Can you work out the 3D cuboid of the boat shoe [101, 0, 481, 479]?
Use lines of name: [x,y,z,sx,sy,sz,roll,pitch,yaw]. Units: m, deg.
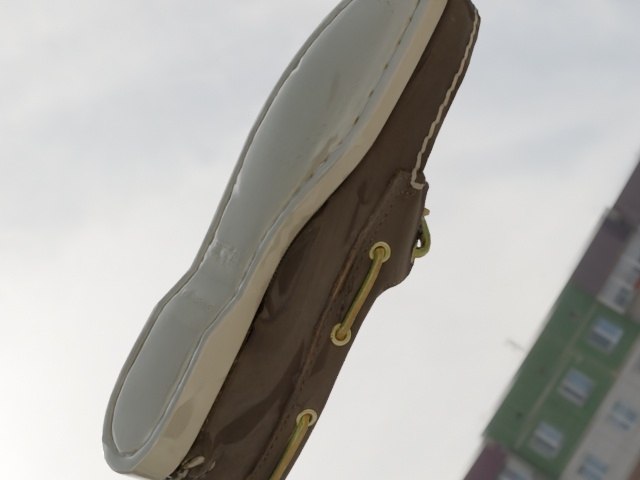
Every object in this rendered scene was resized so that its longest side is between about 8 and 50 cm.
boat shoe: [0.000,0.000,0.875,0.097,0.116,0.324,29,-89,-27]
